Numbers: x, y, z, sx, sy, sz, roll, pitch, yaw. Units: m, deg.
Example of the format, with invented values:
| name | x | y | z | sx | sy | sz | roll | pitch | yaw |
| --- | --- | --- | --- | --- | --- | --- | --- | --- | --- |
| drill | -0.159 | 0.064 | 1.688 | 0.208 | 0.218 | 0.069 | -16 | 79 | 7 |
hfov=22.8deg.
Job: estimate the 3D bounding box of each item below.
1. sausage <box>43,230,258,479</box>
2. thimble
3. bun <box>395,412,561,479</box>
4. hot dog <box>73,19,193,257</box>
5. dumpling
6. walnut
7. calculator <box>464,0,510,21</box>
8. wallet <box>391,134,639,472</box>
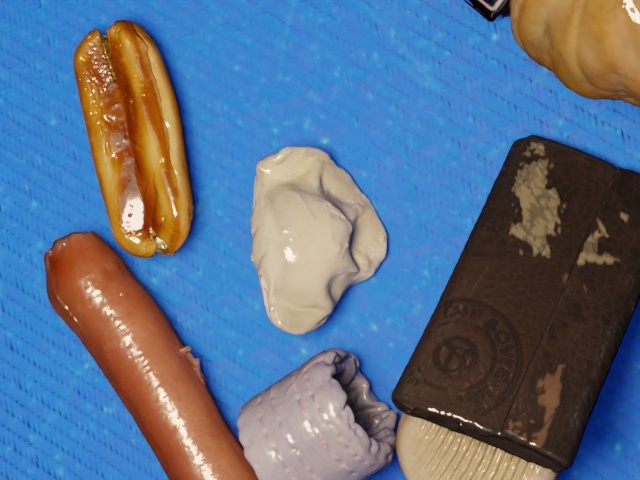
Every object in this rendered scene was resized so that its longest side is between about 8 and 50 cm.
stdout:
| name | x | y | z | sx | sy | sz | roll | pitch | yaw |
| --- | --- | --- | --- | --- | --- | --- | --- | --- | --- |
| sausage | -0.147 | 0.172 | 1.583 | 0.094 | 0.094 | 0.419 | -30 | 81 | -20 |
| thimble | 0.001 | 0.182 | 1.516 | 0.118 | 0.151 | 0.127 | -34 | 91 | 13 |
| bun | 0.159 | 0.179 | 1.500 | 0.173 | 0.113 | 0.167 | -37 | 91 | 9 |
| hot dog | -0.183 | -0.104 | 1.610 | 0.100 | 0.068 | 0.250 | -16 | 82 | 22 |
| dumpling | 0.000 | 0.002 | 1.562 | 0.134 | 0.100 | 0.169 | -1 | 62 | -22 |
| walnut | 0.294 | -0.253 | 1.406 | 0.285 | 0.285 | 0.296 | -40 | 67 | 9 |
| calculator | 0.191 | -0.363 | 1.523 | 0.165 | 0.028 | 0.274 | 36 | 96 | -11 |
| wallet | 0.202 | 0.047 | 1.452 | 0.170 | 0.044 | 0.321 | 20 | 61 | 15 |
